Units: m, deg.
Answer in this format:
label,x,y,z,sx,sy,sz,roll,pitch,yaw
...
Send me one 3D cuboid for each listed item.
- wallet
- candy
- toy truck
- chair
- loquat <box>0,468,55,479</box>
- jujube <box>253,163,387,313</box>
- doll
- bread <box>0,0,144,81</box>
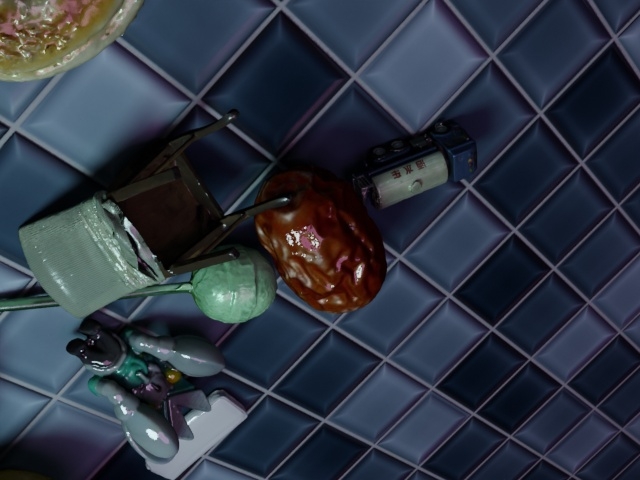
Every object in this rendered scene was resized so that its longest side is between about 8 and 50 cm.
label,x,y,z,sx,sy,sz,roll,pitch,yaw
wallet,-0.217,0.334,1.563,0.190,0.033,0.095,-39,132,1
candy,-0.275,0.074,1.298,0.440,0.119,0.119,-4,126,-18
toy truck,0.143,-0.112,1.391,0.202,0.088,0.074,-22,130,-14
chair,-0.219,-0.027,1.191,0.319,0.186,0.160,-18,112,39
loquat,-0.463,0.505,1.354,0.328,0.328,0.328,-15,130,-19
jujube,0.000,0.000,1.337,0.174,0.174,0.250,-38,136,1
doll,-0.261,0.231,1.373,0.258,0.153,0.195,14,88,-41
bread,-0.311,-0.315,0.930,0.305,0.159,0.305,-13,128,-17
